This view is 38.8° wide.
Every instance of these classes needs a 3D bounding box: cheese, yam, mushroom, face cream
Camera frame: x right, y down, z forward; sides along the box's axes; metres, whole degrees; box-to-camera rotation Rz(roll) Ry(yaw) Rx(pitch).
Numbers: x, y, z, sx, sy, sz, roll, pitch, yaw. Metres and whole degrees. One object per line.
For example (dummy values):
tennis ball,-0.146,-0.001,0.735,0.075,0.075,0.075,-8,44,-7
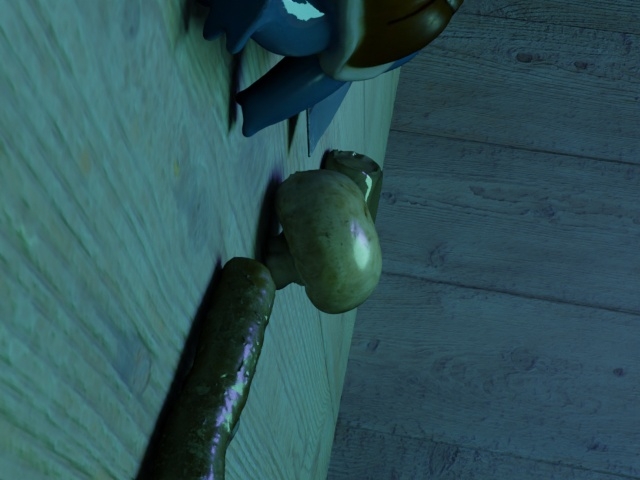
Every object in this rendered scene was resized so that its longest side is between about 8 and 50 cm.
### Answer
cheese,0.043,-0.040,1.444,0.175,0.091,0.203,-39,137,-78
yam,-0.081,0.114,0.712,0.061,0.061,0.253,92,8,-45
mushroom,0.000,0.000,1.002,0.166,0.127,0.166,-14,90,-89
face cream,0.037,-0.278,1.129,0.136,0.086,0.385,87,18,-48

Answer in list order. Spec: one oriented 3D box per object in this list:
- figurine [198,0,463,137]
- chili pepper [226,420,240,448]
figurine,0.026,-0.234,0.670,0.416,0.242,0.298,179,-89,-76
chili pepper,-0.088,0.149,0.776,0.153,0.041,0.050,-68,-179,-65
